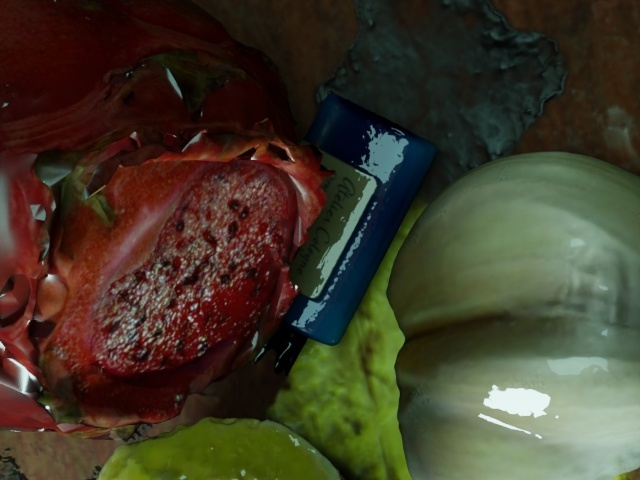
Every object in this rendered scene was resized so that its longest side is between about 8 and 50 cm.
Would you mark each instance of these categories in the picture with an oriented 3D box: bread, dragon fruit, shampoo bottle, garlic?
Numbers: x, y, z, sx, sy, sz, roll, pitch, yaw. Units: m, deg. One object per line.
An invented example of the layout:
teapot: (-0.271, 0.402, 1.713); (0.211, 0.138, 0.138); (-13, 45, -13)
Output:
bread: (-0.050, 0.203, 1.022); (0.197, 0.170, 0.197); (-1, 85, 14)
dragon fruit: (-0.152, -0.027, 0.998); (0.296, 0.302, 0.295); (-9, 114, -21)
shampoo bottle: (0.000, 0.000, 1.080); (0.087, 0.050, 0.183); (29, 95, 19)
garlic: (0.148, 0.050, 1.015); (0.228, 0.110, 0.217); (-10, 82, 14)
